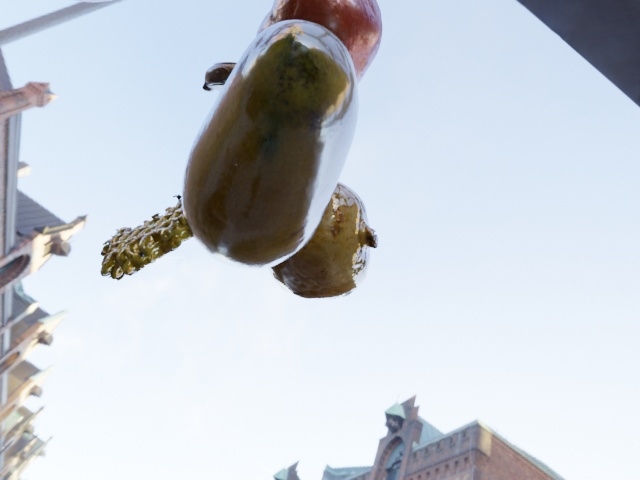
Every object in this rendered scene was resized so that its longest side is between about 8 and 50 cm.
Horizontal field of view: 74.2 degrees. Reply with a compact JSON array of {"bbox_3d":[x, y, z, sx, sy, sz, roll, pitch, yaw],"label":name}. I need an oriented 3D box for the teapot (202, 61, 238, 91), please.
[{"bbox_3d":[-0.200,-0.343,0.928,0.129,0.098,0.078,8,-80,22],"label":"teapot"}]

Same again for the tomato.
[{"bbox_3d":[0.007,-0.354,0.753,0.188,0.232,0.232,50,-51,0],"label":"tomato"}]

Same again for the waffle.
[{"bbox_3d":[-0.345,-0.024,0.903,0.293,0.260,0.069,-30,-64,-3],"label":"waffle"}]

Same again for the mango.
[{"bbox_3d":[-0.055,-0.097,0.474,0.173,0.211,0.317,25,-40,-8],"label":"mango"}]

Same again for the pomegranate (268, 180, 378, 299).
[{"bbox_3d":[0.000,0.000,0.824,0.248,0.248,0.248,12,-53,17],"label":"pomegranate"}]
